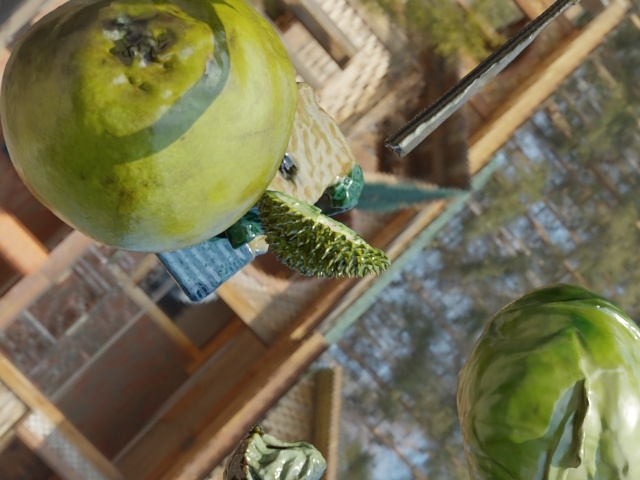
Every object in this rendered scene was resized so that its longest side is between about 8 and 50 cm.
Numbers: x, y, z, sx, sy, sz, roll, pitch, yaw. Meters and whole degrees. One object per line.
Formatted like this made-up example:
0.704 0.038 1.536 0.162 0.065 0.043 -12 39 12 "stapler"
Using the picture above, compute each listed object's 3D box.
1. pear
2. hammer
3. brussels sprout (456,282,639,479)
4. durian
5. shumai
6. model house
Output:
-0.200 -0.148 1.514 0.352 0.352 0.413 -44 -179 -8 "pear"
0.179 -0.183 1.230 0.297 0.027 0.125 -42 -165 -2 "hammer"
0.415 0.256 2.139 0.343 0.361 0.425 9 -171 25 "brussels sprout"
-0.004 0.009 1.815 0.137 0.221 0.095 -87 -160 -79 "durian"
-0.095 0.383 2.111 0.184 0.142 0.184 -38 170 -8 "shumai"
-0.167 -0.079 2.371 0.382 0.334 0.342 -17 -155 42 "model house"
